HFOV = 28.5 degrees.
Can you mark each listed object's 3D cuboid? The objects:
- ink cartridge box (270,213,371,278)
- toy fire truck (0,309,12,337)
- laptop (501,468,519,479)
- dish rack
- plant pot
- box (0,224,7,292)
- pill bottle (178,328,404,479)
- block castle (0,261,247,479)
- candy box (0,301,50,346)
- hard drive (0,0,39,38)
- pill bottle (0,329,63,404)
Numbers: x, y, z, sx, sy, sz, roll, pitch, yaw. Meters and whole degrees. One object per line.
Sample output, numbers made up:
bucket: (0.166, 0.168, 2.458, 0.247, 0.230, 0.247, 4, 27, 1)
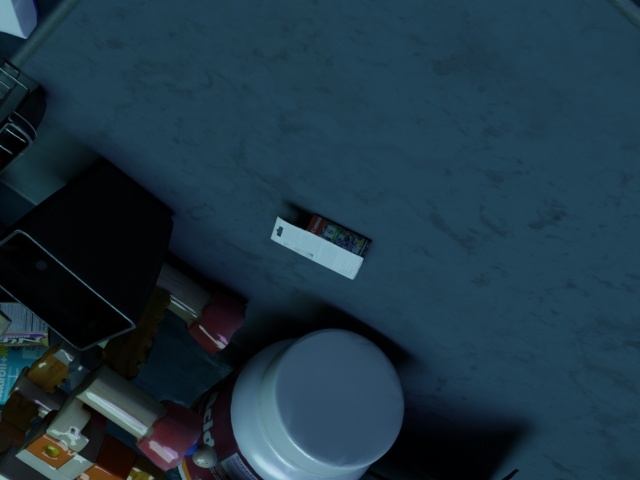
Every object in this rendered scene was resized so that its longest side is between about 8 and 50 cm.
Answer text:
ink cartridge box: (0.000, 0.000, 1.524, 0.115, 0.029, 0.063, 27, 152, 2)
toy fire truck: (-0.521, 0.009, 1.764, 0.246, 0.158, 0.217, 35, 113, -29)
laptop: (0.028, 0.394, 1.832, 0.407, 0.236, 0.382, 20, 162, 4)
dish rack: (-0.477, -0.196, 1.548, 0.271, 0.074, 0.208, 37, 149, -19)
plant pot: (-0.301, 0.010, 1.633, 0.188, 0.167, 0.187, 43, 148, -16)
box: (-0.565, 0.032, 1.955, 0.153, 0.108, 0.207, 36, 150, -15)
pill bottle: (-0.049, 0.267, 1.798, 0.224, 0.224, 0.392, 32, 151, -10)
block castle: (-0.302, 0.259, 1.795, 0.213, 0.303, 0.453, 38, 130, -17)
candy box: (-0.501, 0.126, 1.898, 0.186, 0.053, 0.109, 3, 164, -11)
hard drive: (-0.466, -0.338, 1.340, 0.318, 0.040, 0.210, 19, 150, 13)
pill bottle: (-0.568, 0.197, 2.091, 0.264, 0.146, 0.146, 5, 157, -20)
